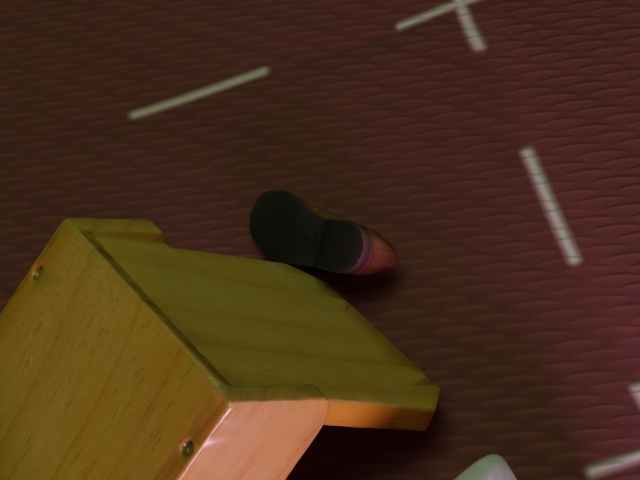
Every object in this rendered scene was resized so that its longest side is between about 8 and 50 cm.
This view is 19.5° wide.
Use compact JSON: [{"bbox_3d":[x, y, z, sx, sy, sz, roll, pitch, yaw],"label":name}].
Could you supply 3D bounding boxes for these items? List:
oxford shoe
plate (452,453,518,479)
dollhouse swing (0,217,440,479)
[{"bbox_3d":[0.000,0.000,2.023,0.212,0.076,0.076,24,97,47],"label":"oxford shoe"},{"bbox_3d":[0.092,0.351,1.571,0.278,0.045,0.277,-39,48,12],"label":"plate"},{"bbox_3d":[-0.117,0.175,1.834,0.315,0.305,0.347,-56,45,7],"label":"dollhouse swing"}]
